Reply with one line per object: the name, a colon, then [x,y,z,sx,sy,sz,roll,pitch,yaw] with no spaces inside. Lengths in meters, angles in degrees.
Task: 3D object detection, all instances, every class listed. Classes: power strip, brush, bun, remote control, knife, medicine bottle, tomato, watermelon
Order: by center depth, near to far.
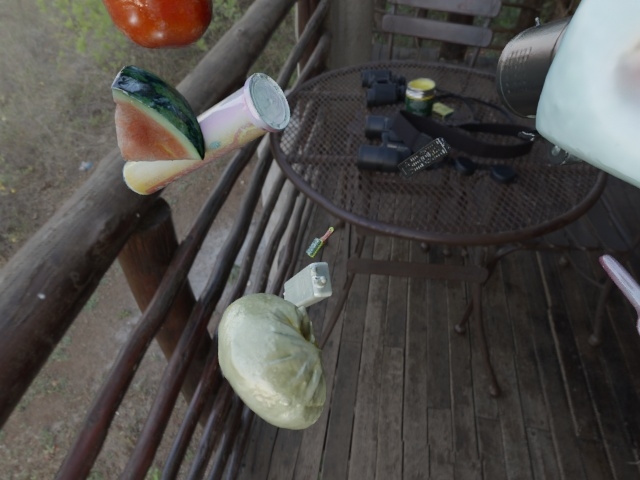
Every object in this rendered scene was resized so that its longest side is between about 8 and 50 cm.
bun: [-0.055,0.168,0.655,0.127,0.222,0.222,-43,50,10]
watermelon: [-0.305,-0.226,0.822,0.207,0.202,0.136,45,58,-17]
tomato: [-0.325,-0.503,0.853,0.188,0.232,0.232,1,37,40]
medicine bottle: [-0.256,-0.202,0.896,0.426,0.108,0.108,-16,34,35]
brush: [0.000,0.000,0.961,0.083,0.021,0.018,-51,43,-7]
knife: [0.877,0.140,1.188,0.123,0.053,0.278,-29,53,14]
power strip: [-0.041,0.142,1.281,0.058,0.338,0.098,-2,74,-21]
remote control: [0.333,-0.266,1.404,0.025,0.245,0.063,-41,95,-23]

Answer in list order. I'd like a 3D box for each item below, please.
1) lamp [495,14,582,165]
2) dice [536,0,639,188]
lamp: [0.515,-0.375,0.911,0.205,0.374,0.272,-6,36,-11]
dice: [0.364,-0.149,0.337,0.268,0.263,0.264,37,28,27]
